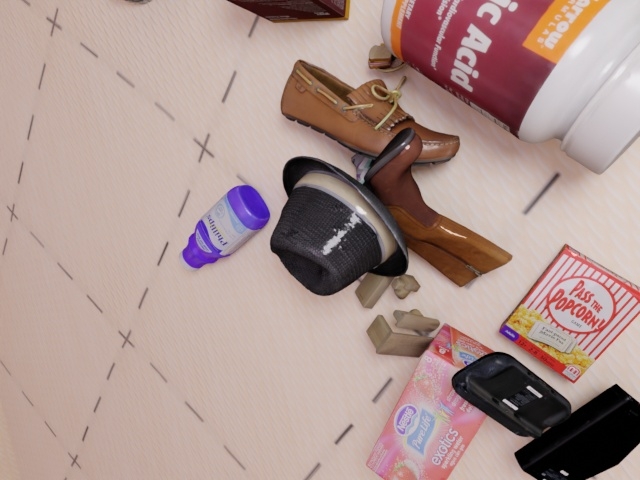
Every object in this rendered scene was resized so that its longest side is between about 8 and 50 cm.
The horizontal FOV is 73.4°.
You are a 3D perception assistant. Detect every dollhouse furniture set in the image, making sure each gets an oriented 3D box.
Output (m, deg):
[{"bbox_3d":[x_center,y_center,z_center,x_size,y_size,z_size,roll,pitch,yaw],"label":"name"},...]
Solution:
[{"bbox_3d":[0.169,0.137,0.906,0.144,0.123,0.151,-59,36,24],"label":"dollhouse furniture set"}]

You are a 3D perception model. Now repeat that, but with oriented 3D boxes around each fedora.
[{"bbox_3d":[0.000,0.000,0.808,0.334,0.334,0.152,40,71,17],"label":"fedora"}]

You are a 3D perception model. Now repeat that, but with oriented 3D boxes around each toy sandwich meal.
[{"bbox_3d":[0.131,-0.351,0.812,0.085,0.029,0.086,-11,53,15],"label":"toy sandwich meal"}]

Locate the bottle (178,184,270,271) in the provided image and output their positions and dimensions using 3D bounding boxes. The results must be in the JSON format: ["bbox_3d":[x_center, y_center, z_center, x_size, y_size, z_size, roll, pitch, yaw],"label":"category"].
[{"bbox_3d":[-0.251,-0.019,1.074,0.282,0.092,0.118,-36,82,29],"label":"bottle"}]

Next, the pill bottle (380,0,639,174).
[{"bbox_3d":[0.298,-0.284,0.621,0.392,0.224,0.224,44,117,22],"label":"pill bottle"}]

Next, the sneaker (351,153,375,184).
[{"bbox_3d":[0.084,-0.151,0.899,0.069,0.038,0.098,46,131,36],"label":"sneaker"}]

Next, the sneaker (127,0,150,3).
[{"bbox_3d":[-0.442,-0.674,1.072,0.231,0.090,0.116,-2,92,20],"label":"sneaker"}]

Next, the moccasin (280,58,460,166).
[{"bbox_3d":[0.091,-0.252,0.825,0.379,0.139,0.147,34,123,30],"label":"moccasin"}]

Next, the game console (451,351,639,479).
[{"bbox_3d":[0.372,0.280,0.694,0.361,0.044,0.213,37,110,-19],"label":"game console"}]

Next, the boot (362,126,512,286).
[{"bbox_3d":[0.194,-0.035,0.727,0.280,0.096,0.264,36,149,4],"label":"boot"}]

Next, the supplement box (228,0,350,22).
[{"bbox_3d":[-0.063,-0.511,0.817,0.191,0.194,0.129,12,105,27],"label":"supplement box"}]

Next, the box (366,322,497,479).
[{"bbox_3d":[0.226,0.339,0.840,0.142,0.154,0.300,29,113,21],"label":"box"}]

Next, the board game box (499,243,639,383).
[{"bbox_3d":[0.432,0.126,0.746,0.146,0.045,0.194,35,114,19],"label":"board game box"}]
